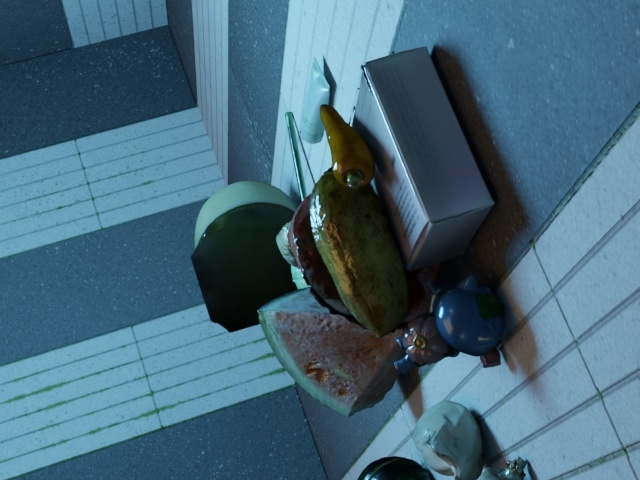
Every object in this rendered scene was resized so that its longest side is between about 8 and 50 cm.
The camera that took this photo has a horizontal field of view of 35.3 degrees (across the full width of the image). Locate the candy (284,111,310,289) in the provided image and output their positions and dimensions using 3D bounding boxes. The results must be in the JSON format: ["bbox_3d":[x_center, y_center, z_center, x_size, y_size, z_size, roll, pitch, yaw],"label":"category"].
[{"bbox_3d":[-0.034,-0.084,2.315,0.119,0.119,0.439,142,119,-78],"label":"candy"}]

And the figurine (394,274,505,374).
[{"bbox_3d":[0.191,0.128,1.426,0.145,0.178,0.114,25,-137,-43],"label":"figurine"}]

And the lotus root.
[{"bbox_3d":[0.057,0.012,1.443,0.097,0.110,0.258,-15,-98,-62],"label":"lotus root"}]

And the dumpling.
[{"bbox_3d":[0.216,0.338,1.656,0.136,0.118,0.199,59,-164,0],"label":"dumpling"}]

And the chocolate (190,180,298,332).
[{"bbox_3d":[-0.166,0.015,2.558,0.297,0.314,0.325,-112,5,-70],"label":"chocolate"}]

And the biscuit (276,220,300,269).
[{"bbox_3d":[0.000,0.000,2.073,0.281,0.179,0.084,122,152,-66],"label":"biscuit"}]

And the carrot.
[{"bbox_3d":[0.034,-0.148,1.458,0.256,0.061,0.061,-104,4,-56],"label":"carrot"}]

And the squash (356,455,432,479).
[{"bbox_3d":[0.157,0.555,2.079,0.218,0.173,0.218,170,90,-80],"label":"squash"}]

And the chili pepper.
[{"bbox_3d":[0.056,0.031,1.638,0.305,0.252,0.229,145,146,-78],"label":"chili pepper"}]

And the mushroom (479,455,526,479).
[{"bbox_3d":[0.280,0.355,1.485,0.085,0.085,0.079,-140,64,-70],"label":"mushroom"}]

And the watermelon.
[{"bbox_3d":[0.033,0.206,1.992,0.292,0.251,0.283,112,135,-76],"label":"watermelon"}]

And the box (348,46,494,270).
[{"bbox_3d":[0.131,-0.109,1.402,0.203,0.106,0.251,103,150,-69],"label":"box"}]

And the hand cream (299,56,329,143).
[{"bbox_3d":[-0.007,-0.268,1.988,0.205,0.050,0.078,100,151,-58],"label":"hand cream"}]
